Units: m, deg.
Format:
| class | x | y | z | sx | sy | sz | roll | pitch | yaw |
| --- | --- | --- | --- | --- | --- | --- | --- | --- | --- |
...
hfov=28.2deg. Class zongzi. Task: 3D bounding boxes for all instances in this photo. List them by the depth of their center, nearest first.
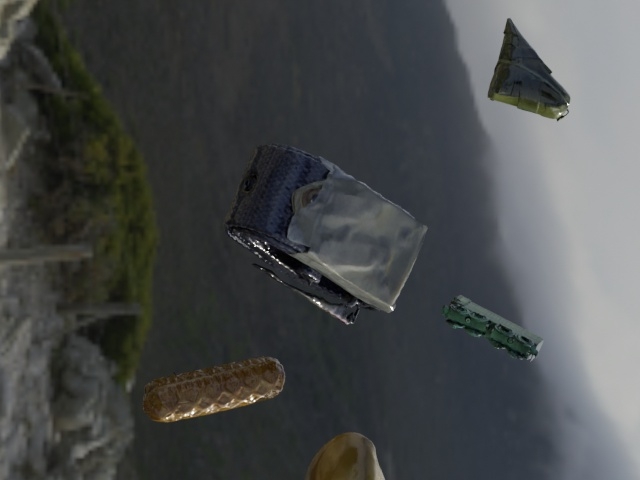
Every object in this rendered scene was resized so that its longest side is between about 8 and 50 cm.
| class | x | y | z | sx | sy | sz | roll | pitch | yaw |
| --- | --- | --- | --- | --- | --- | --- | --- | --- | --- |
| zongzi | 0.279 | -0.221 | 1.643 | 0.055 | 0.109 | 0.119 | 124 | -17 | -70 |

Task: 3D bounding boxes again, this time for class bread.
| class | x | y | z | sx | sy | sz | roll | pitch | yaw |
| --- | --- | --- | --- | --- | --- | --- | --- | --- | --- |
| bread | -0.110 | 0.154 | 1.322 | 0.052 | 0.157 | 0.044 | 40 | -45 | 54 |
| bread | 0.031 | 0.315 | 1.501 | 0.217 | 0.098 | 0.147 | 77 | 13 | -60 |

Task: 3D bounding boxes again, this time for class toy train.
| class | x | y | z | sx | sy | sz | roll | pitch | yaw |
| --- | --- | --- | --- | --- | --- | --- | --- | --- | --- |
| toy train | 0.239 | 0.123 | 1.768 | 0.071 | 0.148 | 0.038 | -9 | 124 | -67 |

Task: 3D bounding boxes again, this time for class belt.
| class | x | y | z | sx | sy | sz | roll | pitch | yaw |
| --- | --- | --- | --- | --- | --- | --- | --- | --- | --- |
| belt | 0.000 | 0.000 | 1.340 | 0.230 | 0.140 | 0.126 | 34 | 72 | -40 |
